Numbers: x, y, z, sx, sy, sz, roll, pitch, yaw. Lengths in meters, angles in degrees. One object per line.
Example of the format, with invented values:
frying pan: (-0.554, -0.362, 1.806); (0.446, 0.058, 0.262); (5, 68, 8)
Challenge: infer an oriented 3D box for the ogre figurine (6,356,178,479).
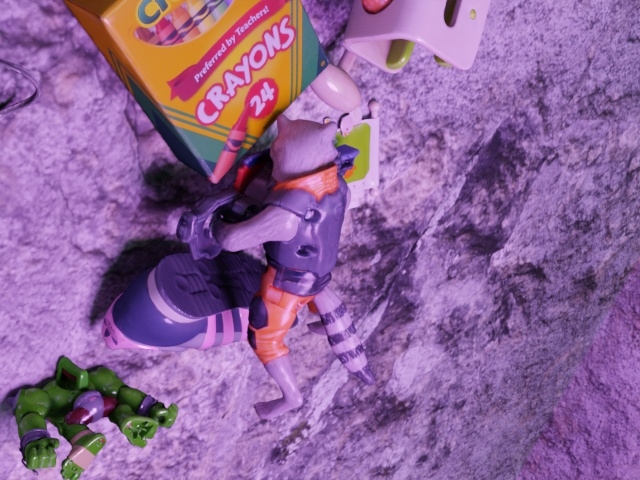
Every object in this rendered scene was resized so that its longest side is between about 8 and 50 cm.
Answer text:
ogre figurine: (-0.272, 0.201, 1.129); (0.197, 0.118, 0.097); (-29, 140, -32)

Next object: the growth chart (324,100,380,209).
growth chart: (0.004, -0.080, 1.319); (0.237, 0.021, 0.172); (-36, 135, -30)

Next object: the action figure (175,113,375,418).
action figure: (0.000, 0.000, 1.166); (0.341, 0.178, 0.330); (-38, 133, -45)

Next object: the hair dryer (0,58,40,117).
hair dryer: (-0.340, -0.179, 0.782); (0.293, 0.080, 0.224); (-5, 125, -43)

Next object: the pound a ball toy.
pound a ball toy: (0.087, -0.319, 1.132); (0.135, 0.208, 0.319); (23, 81, -40)

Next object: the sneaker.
sneaker: (-0.149, 0.088, 1.232); (0.131, 0.112, 0.319); (-34, 158, 21)

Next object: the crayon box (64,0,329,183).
crayon box: (-0.127, -0.231, 1.001); (0.202, 0.081, 0.318); (-48, 144, -12)
